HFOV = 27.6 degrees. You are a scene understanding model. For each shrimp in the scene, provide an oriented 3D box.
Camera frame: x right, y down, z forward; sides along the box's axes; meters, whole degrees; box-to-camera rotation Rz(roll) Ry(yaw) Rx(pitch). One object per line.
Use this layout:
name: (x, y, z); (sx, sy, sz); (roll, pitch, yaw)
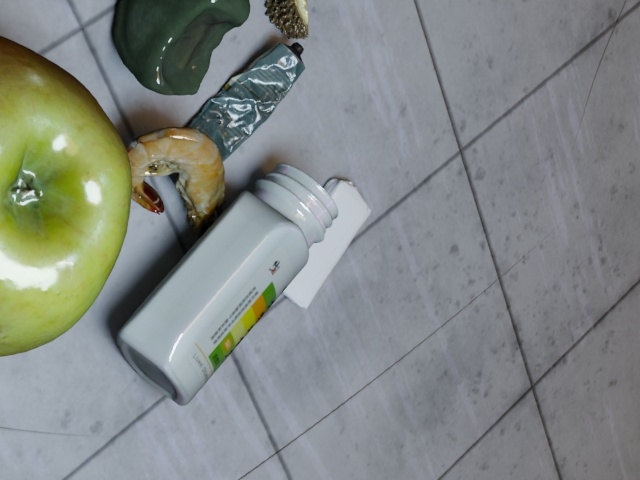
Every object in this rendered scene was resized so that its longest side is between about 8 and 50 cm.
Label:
shrimp: (-0.182, -0.066, 1.620); (0.133, 0.053, 0.236); (-18, 151, -5)

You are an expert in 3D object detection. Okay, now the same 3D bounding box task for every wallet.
wallet: (0.000, 0.000, 1.850); (0.190, 0.033, 0.095); (-57, 133, -12)

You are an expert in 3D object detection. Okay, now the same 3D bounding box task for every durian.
durian: (-0.037, -0.318, 1.702); (0.066, 0.052, 0.130); (-36, 124, -31)

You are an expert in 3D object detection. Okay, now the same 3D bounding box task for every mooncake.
mooncake: (-0.160, -0.258, 1.536); (0.104, 0.175, 0.169); (13, 68, -44)

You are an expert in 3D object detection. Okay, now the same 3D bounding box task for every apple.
apple: (-0.359, -0.048, 1.326); (0.338, 0.305, 0.339); (-13, 112, -36)

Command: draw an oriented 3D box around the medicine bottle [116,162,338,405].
medicine bottle: (-0.115, 0.049, 1.682); (0.324, 0.124, 0.179); (-51, 162, -20)

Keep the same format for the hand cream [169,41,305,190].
hand cream: (-0.107, -0.165, 1.683); (0.248, 0.052, 0.075); (-49, 119, -13)
